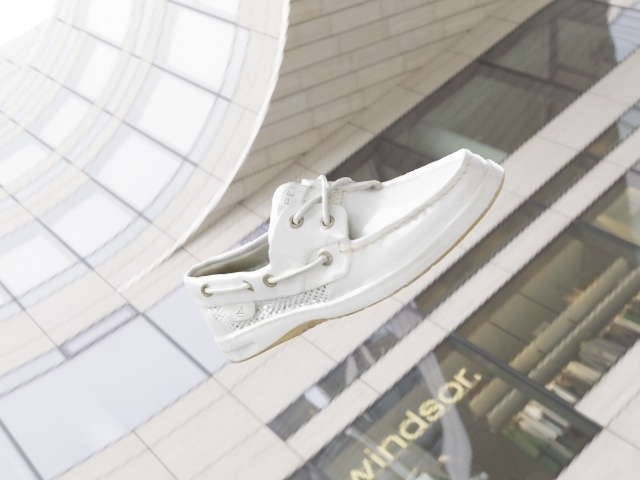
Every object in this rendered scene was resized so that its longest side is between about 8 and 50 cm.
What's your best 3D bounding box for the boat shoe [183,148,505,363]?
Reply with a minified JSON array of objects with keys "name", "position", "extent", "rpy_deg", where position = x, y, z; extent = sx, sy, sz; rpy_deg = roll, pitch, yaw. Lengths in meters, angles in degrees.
[{"name":"boat shoe","position":[0.000,0.000,0.629],"extent":[0.096,0.277,0.098],"rpy_deg":[51,-147,-12]}]
